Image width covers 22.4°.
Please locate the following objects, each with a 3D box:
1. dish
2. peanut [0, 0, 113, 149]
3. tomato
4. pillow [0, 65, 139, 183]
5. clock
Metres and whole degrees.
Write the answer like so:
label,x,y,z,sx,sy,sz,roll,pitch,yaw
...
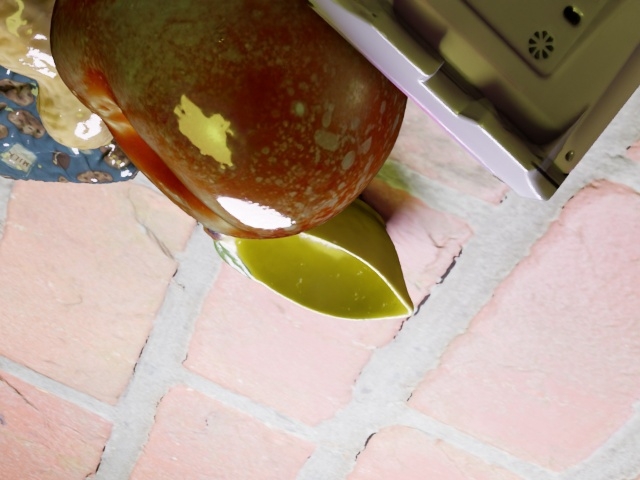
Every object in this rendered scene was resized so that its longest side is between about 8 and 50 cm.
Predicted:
label,x,y,z,sx,sy,sz,roll,pitch,yaw
dish,0.000,0.000,1.488,0.207,0.080,0.149,25,152,-4
peanut,-0.223,-0.164,1.376,0.103,0.098,0.229,21,152,40
tomato,-0.056,-0.138,1.191,0.270,0.222,0.270,43,167,12
pillow,-0.295,-0.141,1.518,0.189,0.034,0.255,-2,138,31
clock,0.124,-0.166,1.076,0.253,0.186,0.083,39,176,-24
